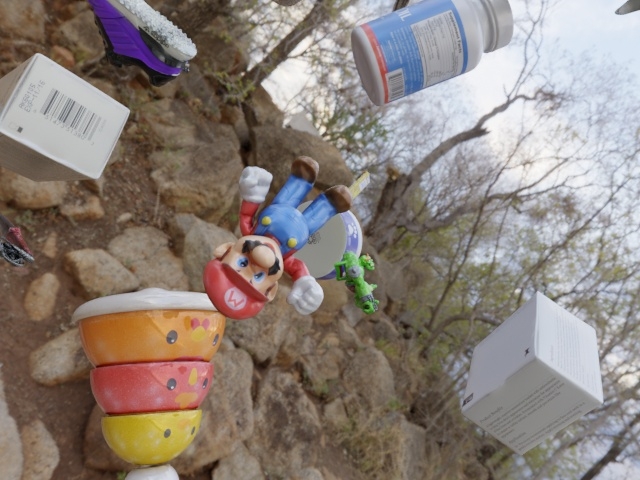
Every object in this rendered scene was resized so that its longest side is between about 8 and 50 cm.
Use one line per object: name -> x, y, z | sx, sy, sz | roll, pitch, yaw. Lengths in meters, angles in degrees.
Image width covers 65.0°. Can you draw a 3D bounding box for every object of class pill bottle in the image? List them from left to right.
pill bottle -> 0.168, -0.300, 0.763 | 0.124, 0.221, 0.124 | 159, -90, -90

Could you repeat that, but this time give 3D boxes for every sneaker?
sneaker -> -0.403, -0.424, 1.001 | 0.293, 0.146, 0.102 | 42, 31, -10

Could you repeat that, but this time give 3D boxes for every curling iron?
curling iron -> -0.599, -0.012, 0.965 | 0.274, 0.035, 0.068 | 29, -15, 50

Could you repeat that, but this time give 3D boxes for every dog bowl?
dog bowl -> 0.000, 0.000, 1.683 | 0.265, 0.265, 0.104 | 43, 17, 27

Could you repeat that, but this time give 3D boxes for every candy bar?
candy bar -> 0.086, -0.129, 1.299 | 0.018, 0.161, 0.040 | 12, -48, 34

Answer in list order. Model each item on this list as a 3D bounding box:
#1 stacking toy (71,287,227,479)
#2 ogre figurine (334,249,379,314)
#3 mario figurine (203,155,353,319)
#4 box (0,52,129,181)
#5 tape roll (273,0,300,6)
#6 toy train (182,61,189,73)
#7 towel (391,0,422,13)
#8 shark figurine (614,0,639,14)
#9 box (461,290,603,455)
stacking toy -> -0.365, 0.364, 1.118 | 0.350, 0.350, 0.480 | 83, 1, -75
ogre figurine -> 0.092, 0.097, 1.246 | 0.197, 0.097, 0.118 | -60, 132, -63
mario figurine -> -0.062, -0.007, 0.827 | 0.198, 0.320, 0.170 | 19, -35, 26
box -> -0.449, -0.177, 0.796 | 0.311, 0.121, 0.148 | 7, -18, 45
tape roll -> -0.131, -0.801, 1.278 | 0.392, 0.072, 0.392 | 48, -17, 20
toy train -> -0.340, -0.437, 1.226 | 0.027, 0.036, 0.158 | 4, 24, -24
towel -> 0.260, -0.639, 1.417 | 0.049, 0.187, 0.282 | 32, -54, 23
shark figurine -> 0.694, -0.390, 0.931 | 0.116, 0.166, 0.278 | 126, -48, -56
box -> 0.344, 0.215, 0.828 | 0.119, 0.182, 0.181 | 35, -54, 3
